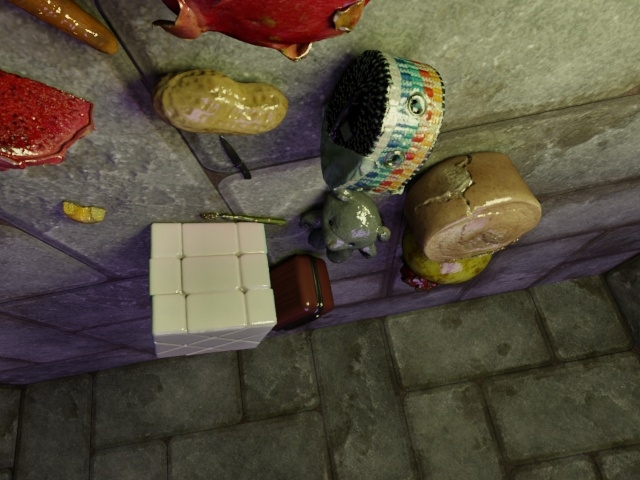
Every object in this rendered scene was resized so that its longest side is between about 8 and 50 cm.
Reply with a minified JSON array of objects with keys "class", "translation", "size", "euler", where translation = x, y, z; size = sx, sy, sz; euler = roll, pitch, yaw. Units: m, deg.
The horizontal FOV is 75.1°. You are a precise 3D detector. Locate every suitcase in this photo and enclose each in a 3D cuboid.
[{"class":"suitcase","translation":[-0.102,0.198,1.540],"size":[0.161,0.236,0.297],"euler":[12,149,-44]}]

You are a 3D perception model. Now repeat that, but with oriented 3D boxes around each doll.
[{"class":"doll","translation":[0.054,-0.009,1.185],"size":[0.246,0.158,0.340],"euler":[35,144,-6]}]

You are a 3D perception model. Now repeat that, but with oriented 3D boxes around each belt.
[{"class":"belt","translation":[0.098,-0.198,0.743],"size":[0.150,0.206,0.257],"euler":[4,146,-25]}]

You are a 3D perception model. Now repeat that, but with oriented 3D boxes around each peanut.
[{"class":"peanut","translation":[-0.162,-0.228,0.696],"size":[0.226,0.095,0.108],"euler":[0,159,-25]}]

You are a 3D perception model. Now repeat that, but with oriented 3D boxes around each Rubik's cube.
[{"class":"Rubik's cube","translation":[-0.328,0.150,1.229],"size":[0.319,0.315,0.322],"euler":[-2,155,-20]}]

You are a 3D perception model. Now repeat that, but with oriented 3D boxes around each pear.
[{"class":"pear","translation":[0.386,0.012,1.293],"size":[0.284,0.283,0.283],"euler":[-9,157,-4]}]

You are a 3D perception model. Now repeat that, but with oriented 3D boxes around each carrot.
[{"class":"carrot","translation":[-0.341,-0.297,0.514],"size":[0.061,0.061,0.210],"euler":[-20,160,21]}]

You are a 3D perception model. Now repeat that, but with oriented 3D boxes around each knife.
[{"class":"knife","translation":[-0.186,-0.178,0.914],"size":[0.023,0.010,0.170],"euler":[-18,155,3]}]

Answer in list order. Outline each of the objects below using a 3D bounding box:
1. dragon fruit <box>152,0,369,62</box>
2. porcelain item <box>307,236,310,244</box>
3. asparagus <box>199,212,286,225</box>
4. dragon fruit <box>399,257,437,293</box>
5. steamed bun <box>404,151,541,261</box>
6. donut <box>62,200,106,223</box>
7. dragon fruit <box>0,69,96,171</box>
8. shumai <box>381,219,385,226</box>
[{"class":"dragon fruit","translation":[-0.045,-0.308,0.407],"size":[0.315,0.250,0.250],"euler":[-14,164,-40]},{"class":"porcelain item","translation":[0.000,0.000,1.392],"size":[0.083,0.028,0.036],"euler":[-4,173,-20]},{"class":"asparagus","translation":[-0.211,-0.060,1.163],"size":[0.249,0.025,0.024],"euler":[3,-164,-31]},{"class":"dragon fruit","translation":[0.413,0.126,1.695],"size":[0.189,0.182,0.182],"euler":[-31,151,22]},{"class":"steamed bun","translation":[0.358,-0.098,1.042],"size":[0.302,0.251,0.199],"euler":[-23,146,16]},{"class":"donut","translation":[-0.559,-0.065,0.980],"size":[0.067,0.037,0.083],"euler":[-10,159,6]},{"class":"dragon fruit","translation":[-0.497,-0.164,0.616],"size":[0.126,0.161,0.274],"euler":[-31,152,35]},{"class":"shumai","translation":[0.126,-0.023,1.324],"size":[0.139,0.105,0.123],"euler":[13,164,11]}]
